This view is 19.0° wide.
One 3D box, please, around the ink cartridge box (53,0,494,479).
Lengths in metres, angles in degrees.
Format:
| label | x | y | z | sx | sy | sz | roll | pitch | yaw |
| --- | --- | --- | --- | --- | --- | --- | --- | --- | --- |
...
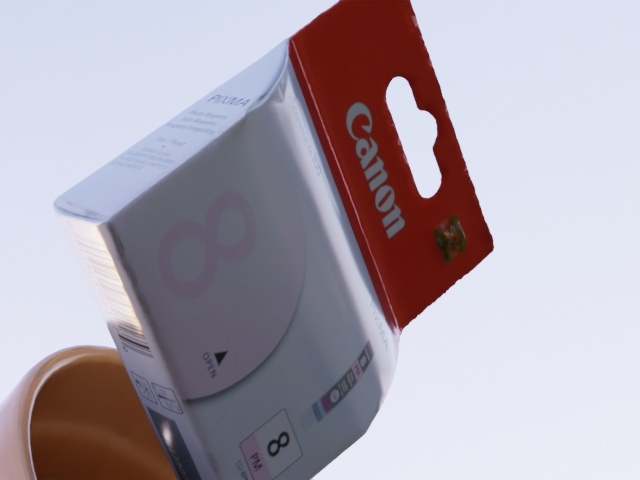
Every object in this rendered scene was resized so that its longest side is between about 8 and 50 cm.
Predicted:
| label | x | y | z | sx | sy | sz | roll | pitch | yaw |
| --- | --- | --- | --- | --- | --- | --- | --- | --- | --- |
| ink cartridge box | 0.000 | 0.000 | 0.935 | 0.232 | 0.066 | 0.189 | -36 | -58 | -24 |

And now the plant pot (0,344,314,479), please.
| label | x | y | z | sx | sy | sz | roll | pitch | yaw |
| --- | --- | --- | --- | --- | --- | --- | --- | --- | --- |
| plant pot | -0.109 | 0.228 | 1.003 | 0.203 | 0.291 | 0.291 | -44 | -38 | 19 |
